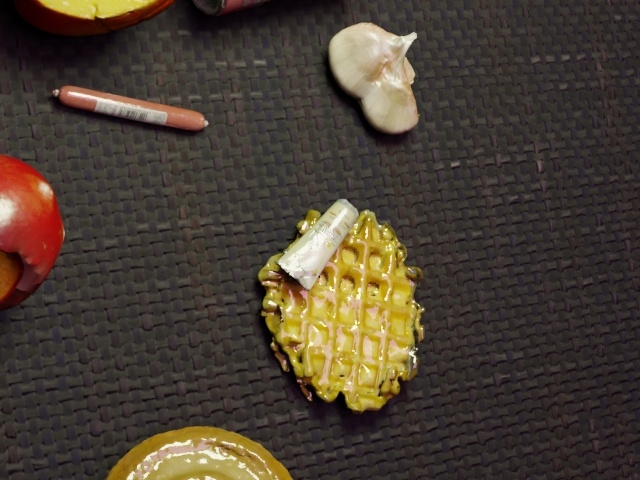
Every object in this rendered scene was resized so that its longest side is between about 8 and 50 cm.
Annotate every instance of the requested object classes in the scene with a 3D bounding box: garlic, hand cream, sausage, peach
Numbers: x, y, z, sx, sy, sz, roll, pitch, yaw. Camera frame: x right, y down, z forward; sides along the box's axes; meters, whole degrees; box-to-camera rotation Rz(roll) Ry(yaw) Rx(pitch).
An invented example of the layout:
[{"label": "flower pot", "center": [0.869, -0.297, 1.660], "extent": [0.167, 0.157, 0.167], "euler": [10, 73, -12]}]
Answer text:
[{"label": "garlic", "center": [0.089, -0.236, 2.114], "extent": [0.124, 0.099, 0.174], "euler": [-32, 96, -14]}, {"label": "hand cream", "center": [0.000, 0.000, 1.995], "extent": [0.061, 0.039, 0.143], "euler": [41, 62, -4]}, {"label": "sausage", "center": [-0.252, -0.176, 1.955], "extent": [0.223, 0.029, 0.029], "euler": [10, 75, -26]}, {"label": "peach", "center": [-0.275, -0.397, 1.861], "extent": [0.274, 0.248, 0.245], "euler": [-9, 38, 4]}, {"label": "peach", "center": [-0.425, -0.003, 1.736], "extent": [0.226, 0.190, 0.196], "euler": [-26, 101, -36]}]

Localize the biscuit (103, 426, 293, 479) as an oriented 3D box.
[{"label": "biscuit", "center": [-0.169, 0.336, 1.814], "extent": [0.213, 0.091, 0.274], "euler": [42, 60, 18]}]

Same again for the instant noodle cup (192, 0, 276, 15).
[{"label": "instant noodle cup", "center": [-0.066, -0.422, 2.009], "extent": [0.255, 0.244, 0.244], "euler": [-24, 91, -22]}]

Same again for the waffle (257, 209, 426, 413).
[{"label": "waffle", "center": [0.042, 0.091, 2.036], "extent": [0.262, 0.060, 0.280], "euler": [-39, 94, -26]}]
